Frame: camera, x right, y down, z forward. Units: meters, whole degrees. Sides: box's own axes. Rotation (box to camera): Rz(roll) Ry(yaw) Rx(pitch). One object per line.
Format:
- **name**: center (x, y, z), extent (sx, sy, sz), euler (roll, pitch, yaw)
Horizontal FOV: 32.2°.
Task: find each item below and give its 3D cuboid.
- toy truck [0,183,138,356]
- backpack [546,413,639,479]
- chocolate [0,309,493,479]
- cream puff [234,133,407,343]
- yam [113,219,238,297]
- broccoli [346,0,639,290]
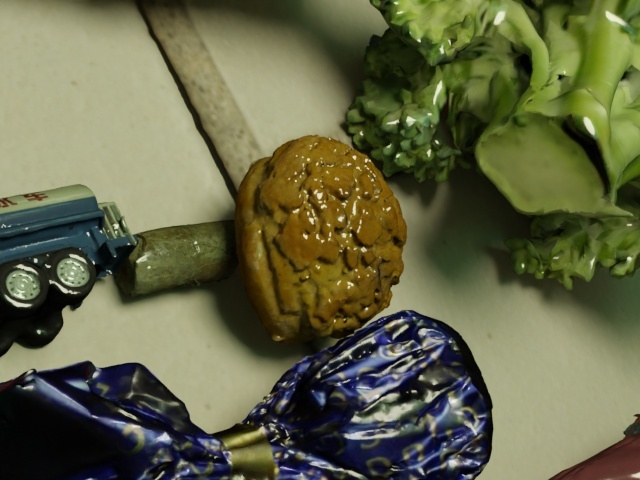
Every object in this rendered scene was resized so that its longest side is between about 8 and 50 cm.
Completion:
- **toy truck**: center (-0.200, 0.017, 0.632), extent (0.202, 0.074, 0.088), euler (-14, 71, -41)
- **backpack**: center (0.250, 0.257, 0.754), extent (0.317, 0.197, 0.283), euler (-12, 75, -35)
- **chocolate**: center (-0.065, 0.126, 0.638), extent (0.343, 0.148, 0.126), euler (-5, 38, -31)
- **cream puff**: center (0.004, -0.001, 0.747), extent (0.126, 0.103, 0.144), euler (-35, 117, -65)
- **yam**: center (-0.091, 0.011, 0.736), extent (0.094, 0.043, 0.043), euler (-7, 71, -39)
- **broccoli**: center (0.205, -0.109, 0.869), extent (0.317, 0.277, 0.338), euler (0, 60, -44)
